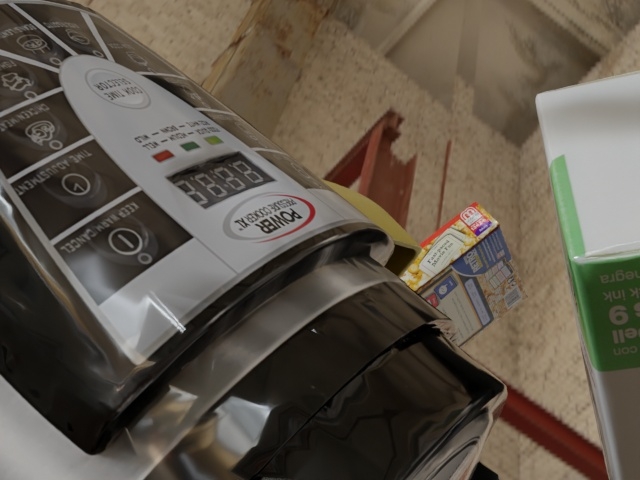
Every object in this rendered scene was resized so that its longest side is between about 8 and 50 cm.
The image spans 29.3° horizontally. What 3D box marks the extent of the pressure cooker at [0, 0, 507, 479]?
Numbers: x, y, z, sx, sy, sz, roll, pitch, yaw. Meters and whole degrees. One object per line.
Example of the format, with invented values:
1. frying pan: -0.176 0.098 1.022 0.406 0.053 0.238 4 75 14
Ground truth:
1. pressure cooker: -0.117 0.124 0.537 0.420 0.375 0.370 37 -104 16

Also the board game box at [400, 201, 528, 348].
1. board game box: 0.115 0.069 1.269 0.193 0.045 0.147 -37 -39 -6

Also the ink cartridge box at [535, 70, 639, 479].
1. ink cartridge box: 0.216 0.070 0.713 0.122 0.211 0.289 -12 -63 11

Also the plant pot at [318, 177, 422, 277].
1. plant pot: 0.000 0.000 0.821 0.081 0.083 0.081 15 -59 -47
